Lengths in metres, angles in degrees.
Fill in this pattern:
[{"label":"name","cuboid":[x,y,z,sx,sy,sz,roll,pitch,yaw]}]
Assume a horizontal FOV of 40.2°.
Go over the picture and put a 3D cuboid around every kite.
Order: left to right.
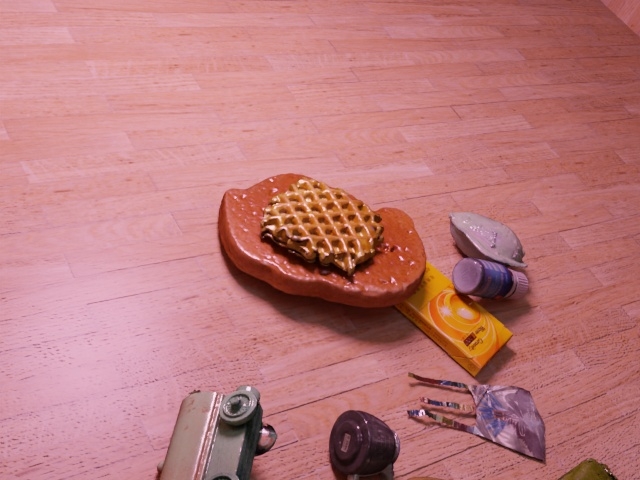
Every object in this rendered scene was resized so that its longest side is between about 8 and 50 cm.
[{"label":"kite","cuboid":[0.310,0.328,1.737,0.310,0.015,0.169,20,41,-13]}]

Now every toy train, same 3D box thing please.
[{"label":"toy train","cuboid":[-0.174,0.352,1.371,0.177,0.116,0.285,-9,41,16]}]

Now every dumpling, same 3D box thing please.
[{"label":"dumpling","cuboid":[0.390,0.000,2.016,0.217,0.149,0.104,30,82,-5]}]

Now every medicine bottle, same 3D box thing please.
[{"label":"medicine bottle","cuboid":[0.379,0.089,1.935,0.203,0.083,0.083,11,40,-45]}]

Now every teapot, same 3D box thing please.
[{"label":"teapot","cuboid":[0.089,0.368,1.508,0.108,0.111,0.149,16,35,-34]}]

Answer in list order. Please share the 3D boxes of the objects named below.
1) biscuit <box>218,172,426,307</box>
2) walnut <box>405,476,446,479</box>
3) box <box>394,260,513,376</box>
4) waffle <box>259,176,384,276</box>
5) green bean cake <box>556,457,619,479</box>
[{"label":"biscuit","cuboid":[0.000,0.001,1.837,0.456,0.078,0.349,21,34,3]},{"label":"walnut","cuboid":[0.172,0.508,1.290,0.277,0.282,0.253,24,17,-6]},{"label":"box","cuboid":[0.268,0.155,1.868,0.269,0.043,0.152,40,44,16]},{"label":"waffle","cuboid":[0.008,-0.035,1.798,0.245,0.052,0.254,27,38,10]},{"label":"green bean cake","cuboid":[0.487,0.517,1.561,0.200,0.113,0.214,-23,62,-42]}]
